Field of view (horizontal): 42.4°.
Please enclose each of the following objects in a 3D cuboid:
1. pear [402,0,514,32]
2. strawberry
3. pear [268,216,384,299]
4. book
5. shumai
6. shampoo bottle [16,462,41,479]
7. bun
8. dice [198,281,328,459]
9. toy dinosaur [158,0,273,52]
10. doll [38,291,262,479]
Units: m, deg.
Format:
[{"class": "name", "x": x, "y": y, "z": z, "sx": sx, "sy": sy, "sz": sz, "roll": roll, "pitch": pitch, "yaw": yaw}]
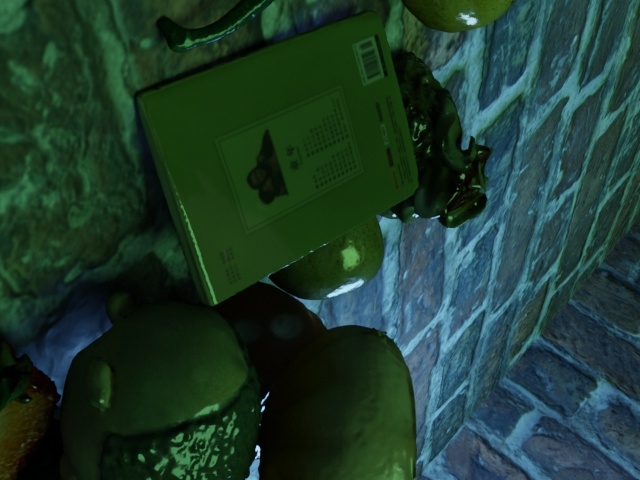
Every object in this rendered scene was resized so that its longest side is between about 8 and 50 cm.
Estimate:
[{"class": "pear", "x": 0.165, "y": -0.346, "z": 0.997, "sx": 0.178, "sy": 0.178, "sz": 0.178, "roll": -40, "pitch": 150, "yaw": -29}, {"class": "strawberry", "x": -0.351, "y": 0.179, "z": 0.784, "sx": 0.188, "sy": 0.106, "sz": 0.286, "roll": -29, "pitch": 157, "yaw": -45}, {"class": "pear", "x": 0.000, "y": 0.000, "z": 1.095, "sx": 0.167, "sy": 0.167, "sz": 0.137, "roll": -37, "pitch": 126, "yaw": -33}, {"class": "book", "x": -0.028, "y": -0.107, "z": 0.946, "sx": 0.352, "sy": 0.035, "sz": 0.239, "roll": -29, "pitch": 114, "yaw": -35}, {"class": "shumai", "x": 0.156, "y": -0.122, "z": 1.170, "sx": 0.189, "sy": 0.218, "sz": 0.256, "roll": -36, "pitch": 145, "yaw": -25}, {"class": "shampoo bottle", "x": -0.300, "y": 0.290, "z": 1.034, "sx": 0.260, "sy": 0.064, "sz": 0.102, "roll": -36, "pitch": 145, "yaw": -35}, {"class": "bun", "x": 0.007, "y": 0.240, "z": 0.955, "sx": 0.299, "sy": 0.164, "sz": 0.299, "roll": -176, "pitch": -90, "yaw": -83}, {"class": "dice", "x": -0.094, "y": 0.171, "z": 1.124, "sx": 0.174, "sy": 0.179, "sz": 0.175, "roll": -39, "pitch": 145, "yaw": -29}, {"class": "toy dinosaur", "x": 0.081, "y": -0.290, "z": 0.844, "sx": 0.087, "sy": 0.446, "sz": 0.301, "roll": 157, "pitch": -57, "yaw": -74}, {"class": "doll", "x": -0.190, "y": 0.233, "z": 0.913, "sx": 0.247, "sy": 0.247, "sz": 0.350, "roll": -32, "pitch": 141, "yaw": -39}]
